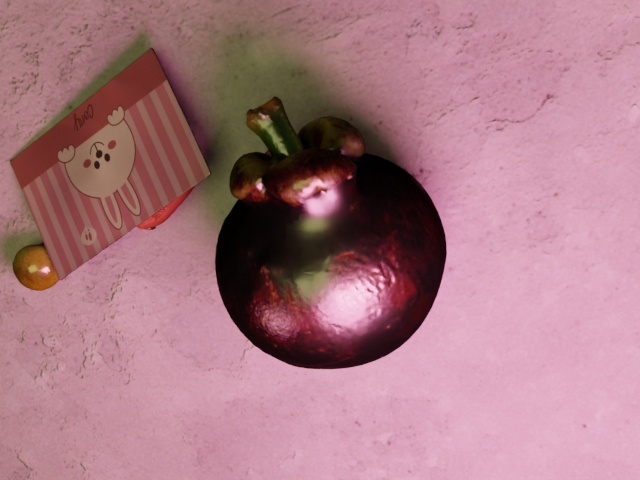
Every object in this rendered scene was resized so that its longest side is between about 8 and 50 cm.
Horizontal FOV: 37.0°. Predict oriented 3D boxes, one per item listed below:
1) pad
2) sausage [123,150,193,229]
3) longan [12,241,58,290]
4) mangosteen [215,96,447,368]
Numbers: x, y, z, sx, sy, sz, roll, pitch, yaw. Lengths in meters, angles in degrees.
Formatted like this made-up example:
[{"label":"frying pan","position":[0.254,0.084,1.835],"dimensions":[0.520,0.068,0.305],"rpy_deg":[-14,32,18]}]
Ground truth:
[{"label":"pad","position":[-0.299,-0.101,1.320],"dimensions":[0.299,0.005,0.202],"rpy_deg":[-31,76,24]},{"label":"sausage","position":[-0.219,-0.074,1.325],"dimensions":[0.076,0.076,0.141],"rpy_deg":[43,106,-1]},{"label":"longan","position":[-0.412,0.032,1.403],"dimensions":[0.075,0.075,0.083],"rpy_deg":[2,63,12]},{"label":"mangosteen","position":[0.013,0.007,1.172],"dimensions":[0.296,0.297,0.313],"rpy_deg":[15,145,8]}]
